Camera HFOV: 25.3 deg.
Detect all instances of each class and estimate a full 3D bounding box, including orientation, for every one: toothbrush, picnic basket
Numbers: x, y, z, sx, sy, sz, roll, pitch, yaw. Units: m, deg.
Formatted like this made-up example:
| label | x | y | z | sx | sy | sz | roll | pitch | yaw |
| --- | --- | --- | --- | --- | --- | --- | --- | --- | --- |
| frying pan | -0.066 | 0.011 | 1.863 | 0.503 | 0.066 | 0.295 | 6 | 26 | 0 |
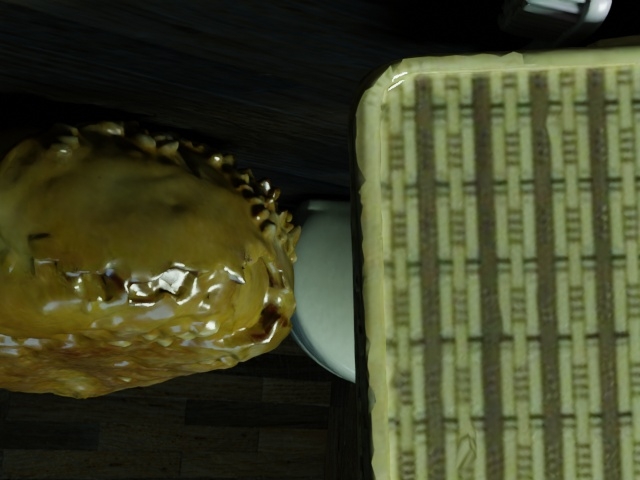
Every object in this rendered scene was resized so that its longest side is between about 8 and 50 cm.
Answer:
| label | x | y | z | sx | sy | sz | roll | pitch | yaw |
| --- | --- | --- | --- | --- | --- | --- | --- | --- | --- |
| toothbrush | 0.068 | -0.069 | 0.650 | 0.029 | 0.024 | 0.354 | 10 | 174 | -4 |
| picnic basket | 0.167 | 0.041 | 0.533 | 0.313 | 0.228 | 0.175 | -1 | 176 | 0 |

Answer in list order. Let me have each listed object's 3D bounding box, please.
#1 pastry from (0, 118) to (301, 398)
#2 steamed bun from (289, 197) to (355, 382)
| label | x | y | z | sx | sy | sz | roll | pitch | yaw |
| --- | --- | --- | --- | --- | --- | --- | --- | --- | --- |
| pastry | -0.165 | 0.005 | 0.933 | 0.311 | 0.161 | 0.255 | -12 | 155 | 38 |
| steamed bun | 0.078 | 0.054 | 1.258 | 0.242 | 0.164 | 0.146 | 4 | 176 | -7 |
